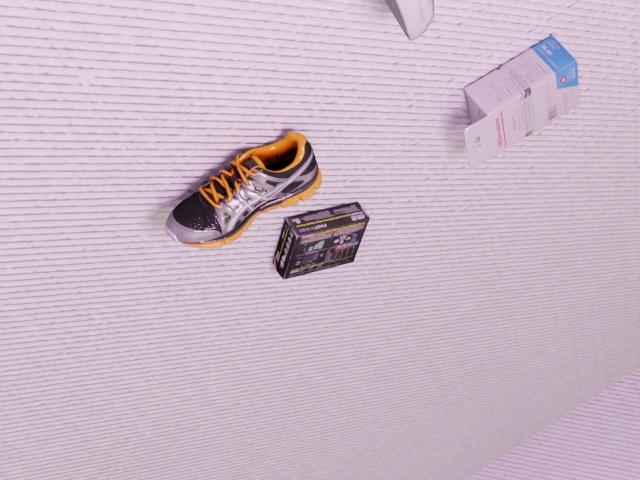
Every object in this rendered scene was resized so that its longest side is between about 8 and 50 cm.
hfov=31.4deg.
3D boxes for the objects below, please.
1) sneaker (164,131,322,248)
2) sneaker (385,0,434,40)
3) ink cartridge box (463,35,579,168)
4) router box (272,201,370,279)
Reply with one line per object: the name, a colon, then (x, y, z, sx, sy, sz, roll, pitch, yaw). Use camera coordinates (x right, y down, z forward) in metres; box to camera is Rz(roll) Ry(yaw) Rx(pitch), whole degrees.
sneaker: (-0.096, -0.065, 1.381, 0.215, 0.084, 0.083, -31, 146, -21)
sneaker: (0.120, -0.340, 1.173, 0.169, 0.108, 0.292, -29, 147, -2)
ink cartridge box: (0.259, -0.186, 1.545, 0.180, 0.060, 0.104, -31, 149, -5)
router box: (0.000, 0.000, 1.586, 0.122, 0.038, 0.092, -13, 143, -29)
